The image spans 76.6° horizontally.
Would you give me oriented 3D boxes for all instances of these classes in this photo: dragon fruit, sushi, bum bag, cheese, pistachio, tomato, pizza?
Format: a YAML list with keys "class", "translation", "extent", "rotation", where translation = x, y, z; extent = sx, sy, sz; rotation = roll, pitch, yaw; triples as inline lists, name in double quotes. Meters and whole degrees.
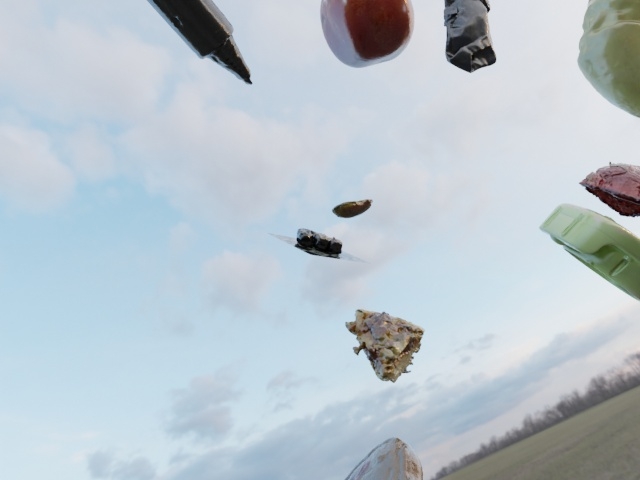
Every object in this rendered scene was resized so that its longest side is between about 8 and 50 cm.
- class: "dragon fruit"
  translation: [0.681, -0.127, 0.884]
  extent: [0.127, 0.161, 0.120]
  rotation: [-61, 4, -4]
- class: "sushi"
  translation: [0.000, 0.000, 1.149]
  extent: [0.220, 0.231, 0.047]
  rotation: [10, -81, -38]
- class: "bum bag"
  translation: [0.380, -0.564, 1.050]
  extent: [0.137, 0.309, 0.074]
  rotation: [3, -14, -9]
- class: "cheese"
  translation: [0.443, -0.259, 0.508]
  extent: [0.117, 0.226, 0.213]
  rotation: [52, -117, -84]
- class: "pistachio"
  translation: [0.118, -0.107, 1.439]
  extent: [0.173, 0.049, 0.089]
  rotation: [-11, -11, -29]
- class: "tomato"
  translation: [0.161, -0.763, 1.411]
  extent: [0.293, 0.325, 0.289]
  rotation: [-21, -76, -15]
- class: "pizza"
  translation: [0.119, 0.179, 0.724]
  extent: [0.154, 0.194, 0.069]
  rotation: [19, -75, 3]

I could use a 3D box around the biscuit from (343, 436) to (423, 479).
- class: "biscuit"
  translation: [0.038, 0.384, 0.504]
  extent: [0.272, 0.049, 0.257]
  rotation: [-57, -1, -1]

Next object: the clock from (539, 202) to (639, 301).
- class: "clock"
  translation: [0.655, 0.043, 0.890]
  extent: [0.096, 0.308, 0.235]
  rotation: [-54, -1, 14]

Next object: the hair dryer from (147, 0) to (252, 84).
- class: "hair dryer"
  translation: [-0.190, -0.316, 0.429]
  extent: [0.107, 0.189, 0.352]
  rotation: [-15, -48, 41]
